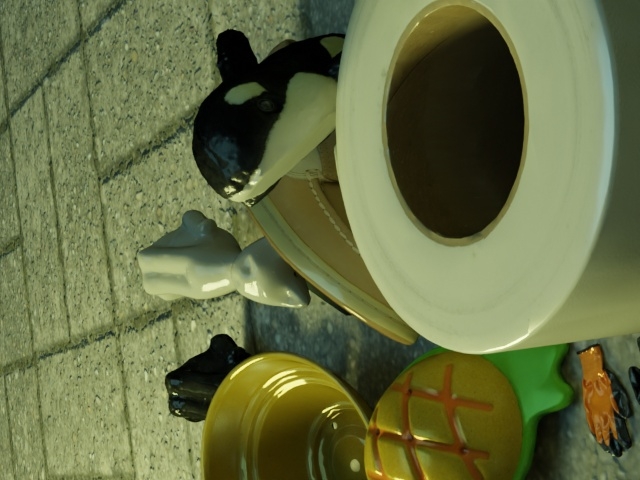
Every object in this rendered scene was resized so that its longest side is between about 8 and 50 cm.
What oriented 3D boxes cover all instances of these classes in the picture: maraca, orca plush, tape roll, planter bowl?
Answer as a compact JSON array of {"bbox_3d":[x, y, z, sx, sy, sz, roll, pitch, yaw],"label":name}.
[{"bbox_3d":[0.101,0.127,0.823,0.127,0.099,0.186,45,108,32],"label":"maraca"},{"bbox_3d":[-0.017,-0.126,0.808,0.102,0.287,0.151,44,141,1],"label":"orca plush"},{"bbox_3d":[0.139,-0.066,0.656,0.246,0.169,0.246,11,103,58],"label":"tape roll"},{"bbox_3d":[0.004,0.194,0.978,0.217,0.090,0.217,5,97,44],"label":"planter bowl"}]

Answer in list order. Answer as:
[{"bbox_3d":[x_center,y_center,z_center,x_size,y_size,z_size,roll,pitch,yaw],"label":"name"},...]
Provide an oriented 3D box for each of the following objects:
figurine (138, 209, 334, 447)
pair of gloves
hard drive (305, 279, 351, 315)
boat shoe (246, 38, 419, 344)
[{"bbox_3d":[-0.069,0.082,1.105,0.209,0.092,0.215,5,110,52],"label":"figurine"},{"bbox_3d":[0.194,0.097,0.737,0.083,0.010,0.074,-31,67,56],"label":"pair of gloves"},{"bbox_3d":[0.000,0.000,1.050,0.135,0.022,0.094,32,121,55],"label":"hard drive"},{"bbox_3d":[0.005,-0.055,0.931,0.110,0.121,0.341,-46,44,12],"label":"boat shoe"}]
